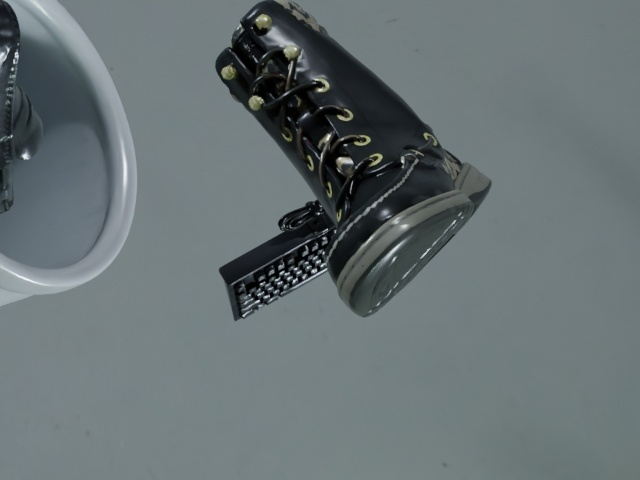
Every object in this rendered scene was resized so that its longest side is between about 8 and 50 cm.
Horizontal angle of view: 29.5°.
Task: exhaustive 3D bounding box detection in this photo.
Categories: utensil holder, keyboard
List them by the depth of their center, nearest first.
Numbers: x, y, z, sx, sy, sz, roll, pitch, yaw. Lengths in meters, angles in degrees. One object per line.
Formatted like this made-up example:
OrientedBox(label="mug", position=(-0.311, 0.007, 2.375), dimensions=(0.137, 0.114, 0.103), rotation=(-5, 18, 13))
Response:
OrientedBox(label="keyboard", position=(0.000, 0.000, 1.014), dimensions=(0.180, 0.108, 0.023), rotation=(-30, 58, -14))
OrientedBox(label="utensil holder", position=(-0.432, -0.058, 1.210), dimensions=(0.385, 0.327, 0.328), rotation=(-19, 103, 26))

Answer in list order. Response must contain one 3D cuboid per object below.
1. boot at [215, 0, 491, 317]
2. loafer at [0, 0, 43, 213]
OrientedBox(label="boot", position=(0.003, -0.055, 0.697), dimensions=(0.178, 0.236, 0.085), rotation=(44, 108, 5))
OrientedBox(label="loafer", position=(-0.228, -0.085, 0.831), dimensions=(0.078, 0.223, 0.076), rotation=(-8, 61, -28))
